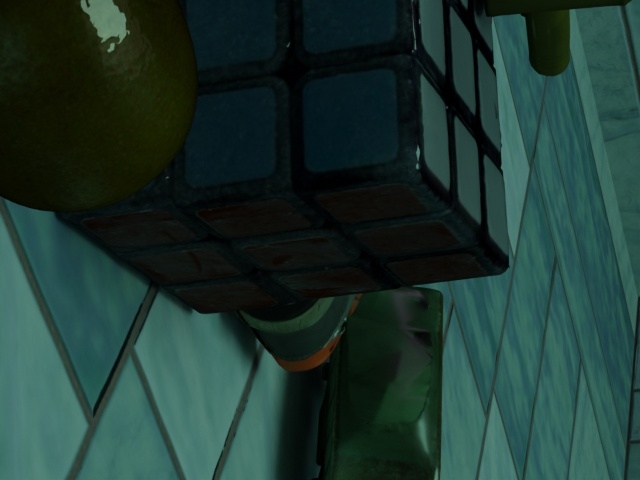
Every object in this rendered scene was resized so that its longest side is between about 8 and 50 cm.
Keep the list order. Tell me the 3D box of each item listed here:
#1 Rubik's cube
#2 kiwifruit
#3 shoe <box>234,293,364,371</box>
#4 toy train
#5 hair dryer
[{"bbox_3d":[-0.025,-0.130,1.602,0.304,0.305,0.301,45,40,-66],"label":"Rubik's cube"},{"bbox_3d":[-0.185,-0.133,1.271,0.196,0.196,0.234,-80,152,-44],"label":"kiwifruit"},{"bbox_3d":[0.000,0.000,1.931,0.336,0.132,0.171,-78,159,-43],"label":"shoe"},{"bbox_3d":[0.062,0.188,1.971,0.159,0.129,0.326,102,-6,-50],"label":"toy train"},{"bbox_3d":[0.219,-0.217,1.731,0.279,0.135,0.090,64,23,-72],"label":"hair dryer"}]
